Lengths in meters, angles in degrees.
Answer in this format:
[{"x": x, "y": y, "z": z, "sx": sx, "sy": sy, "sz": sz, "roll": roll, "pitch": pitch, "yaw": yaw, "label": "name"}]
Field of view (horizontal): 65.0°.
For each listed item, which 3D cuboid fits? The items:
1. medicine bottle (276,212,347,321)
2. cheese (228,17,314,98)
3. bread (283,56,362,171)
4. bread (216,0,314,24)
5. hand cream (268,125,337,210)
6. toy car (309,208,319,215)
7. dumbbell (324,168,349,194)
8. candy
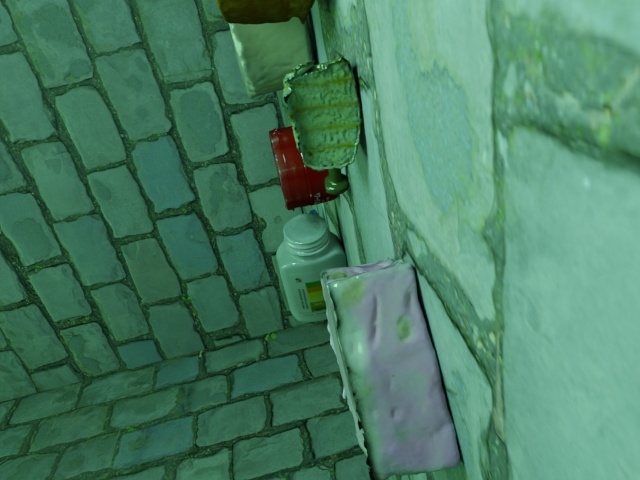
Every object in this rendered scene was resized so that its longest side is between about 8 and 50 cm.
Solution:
[{"x": -0.019, "y": 0.079, "z": 1.348, "sx": 0.124, "sy": 0.179, "sz": 0.324, "roll": -107, "pitch": 5, "yaw": -46, "label": "medicine bottle"}, {"x": -0.116, "y": -0.464, "z": 0.992, "sx": 0.292, "sy": 0.153, "sz": 0.332, "roll": -111, "pitch": 6, "yaw": -62, "label": "cheese"}, {"x": 0.005, "y": -0.189, "z": 0.702, "sx": 0.110, "sy": 0.103, "sz": 0.156, "roll": -90, "pitch": -4, "yaw": -53, "label": "bread"}, {"x": -0.101, "y": -0.445, "z": 0.661, "sx": 0.312, "sy": 0.173, "sz": 0.311, "roll": 164, "pitch": 90, "yaw": -86, "label": "bread"}, {"x": -0.039, "y": -0.171, "z": 1.147, "sx": 0.193, "sy": 0.126, "sz": 0.192, "roll": 166, "pitch": 90, "yaw": -88, "label": "hand cream"}, {"x": 0.000, "y": 0.000, "z": 1.690, "sx": 0.103, "sy": 0.063, "sz": 0.216, "roll": -122, "pitch": 25, "yaw": -77, "label": "toy car"}, {"x": 0.024, "y": -0.138, "z": 0.913, "sx": 0.117, "sy": 0.046, "sz": 0.052, "roll": 79, "pitch": 180, "yaw": -49, "label": "dumbbell"}, {"x": 0.078, "y": 0.157, "z": 0.651, "sx": 0.155, "sy": 0.116, "sz": 0.264, "roll": 156, "pitch": 99, "yaw": -87, "label": "candy"}]
